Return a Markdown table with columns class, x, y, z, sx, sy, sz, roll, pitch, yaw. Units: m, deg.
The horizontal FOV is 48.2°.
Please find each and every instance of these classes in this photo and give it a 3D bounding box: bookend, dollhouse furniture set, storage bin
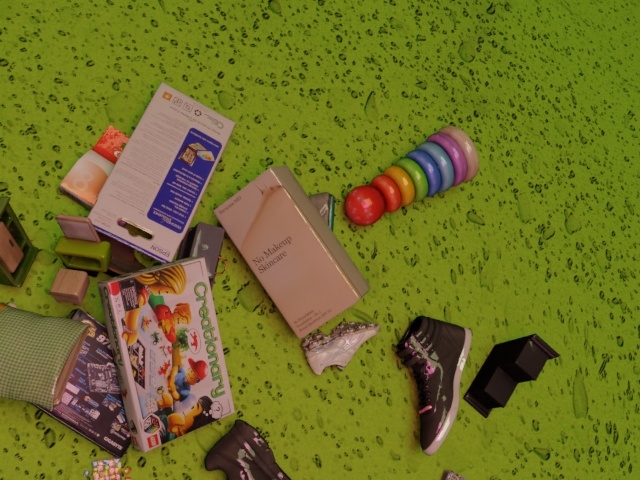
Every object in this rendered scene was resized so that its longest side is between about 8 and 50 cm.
| class | x | y | z | sx | sy | sz | roll | pitch | yaw |
| --- | --- | --- | --- | --- | --- | --- | --- | --- | --- |
| bookend | 0.408 | 0.292 | 1.536 | 0.072 | 0.157 | 0.156 | 41 | 63 | -4 |
| dollhouse furniture set | -0.490 | 0.098 | 1.173 | 0.197 | 0.151 | 0.302 | 7 | 56 | 6 |
| storage bin | -0.229 | 0.032 | 1.411 | 0.098 | 0.091 | 0.135 | 17 | 69 | -15 |

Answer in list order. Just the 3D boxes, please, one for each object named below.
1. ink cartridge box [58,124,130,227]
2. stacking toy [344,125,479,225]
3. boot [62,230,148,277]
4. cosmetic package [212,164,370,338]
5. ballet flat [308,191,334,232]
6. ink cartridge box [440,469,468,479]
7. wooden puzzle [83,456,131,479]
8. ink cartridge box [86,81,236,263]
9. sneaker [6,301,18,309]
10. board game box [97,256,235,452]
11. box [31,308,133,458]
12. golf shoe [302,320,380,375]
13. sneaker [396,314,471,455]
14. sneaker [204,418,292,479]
| class | x | y | z | sx | sy | sz | roll | pitch | yaw |
| --- | --- | --- | --- | --- | --- | --- | --- | --- | --- |
| ink cartridge box | -0.406 | -0.132 | 1.422 | 0.145 | 0.045 | 0.179 | 33 | 67 | -9 |
| stacking toy | 0.193 | -0.136 | 1.615 | 0.330 | 0.141 | 0.141 | -28 | 85 | -20 |
| boot | -0.366 | 0.029 | 1.365 | 0.219 | 0.082 | 0.106 | 18 | 71 | -13 |
| cosmetic package | -0.055 | 0.020 | 1.431 | 0.160 | 0.113 | 0.309 | -36 | 88 | 17 |
| ballet flat | 0.000 | 0.000 | 1.532 | 0.068 | 0.072 | 0.213 | -4 | 72 | 6 |
| ink cartridge box | 0.300 | 0.533 | 1.489 | 0.115 | 0.029 | 0.063 | 32 | 65 | -9 |
| wooden puzzle | -0.381 | 0.415 | 1.278 | 0.083 | 0.006 | 0.049 | -4 | 75 | -22 |
| ink cartridge box | -0.312 | -0.131 | 1.414 | 0.175 | 0.069 | 0.371 | 28 | 55 | -15 |
| sneaker | -0.517 | 0.184 | 1.278 | 0.075 | 0.057 | 0.161 | -14 | 79 | -36 |
| board game box | -0.272 | 0.198 | 1.286 | 0.192 | 0.053 | 0.306 | -17 | 100 | -39 |
| box | -0.397 | 0.254 | 1.271 | 0.220 | 0.051 | 0.175 | 40 | 63 | -21 |
| golf shoe | 0.048 | 0.221 | 1.484 | 0.176 | 0.069 | 0.086 | -16 | 100 | -22 |
| sneaker | 0.215 | 0.290 | 1.498 | 0.146 | 0.104 | 0.296 | 25 | 60 | -10 |
| sneaker | -0.103 | 0.476 | 1.325 | 0.130 | 0.109 | 0.286 | -38 | 83 | -17 |
